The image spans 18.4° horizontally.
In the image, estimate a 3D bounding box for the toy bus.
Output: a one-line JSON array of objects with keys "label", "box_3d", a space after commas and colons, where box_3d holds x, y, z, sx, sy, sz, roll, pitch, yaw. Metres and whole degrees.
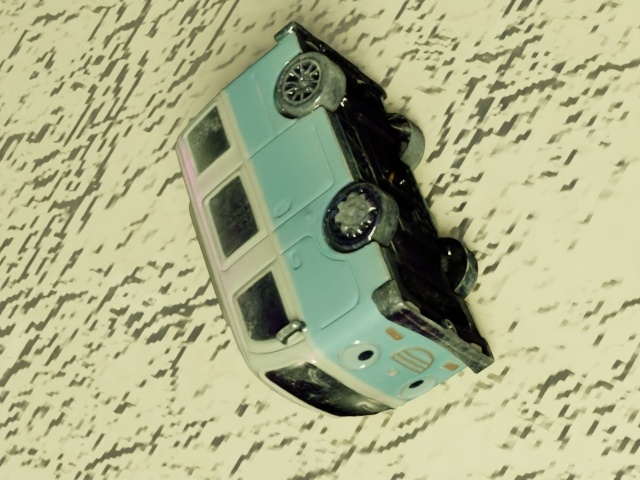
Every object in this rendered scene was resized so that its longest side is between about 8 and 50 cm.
[{"label": "toy bus", "box_3d": [0.000, 0.000, 0.636, 0.075, 0.060, 0.123, -36, 50, 20]}]
